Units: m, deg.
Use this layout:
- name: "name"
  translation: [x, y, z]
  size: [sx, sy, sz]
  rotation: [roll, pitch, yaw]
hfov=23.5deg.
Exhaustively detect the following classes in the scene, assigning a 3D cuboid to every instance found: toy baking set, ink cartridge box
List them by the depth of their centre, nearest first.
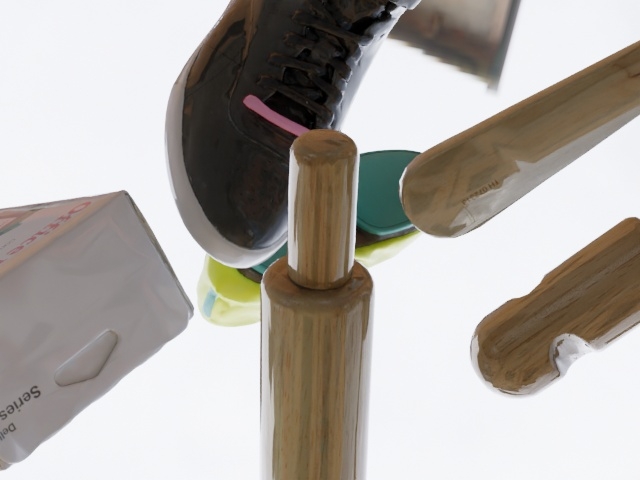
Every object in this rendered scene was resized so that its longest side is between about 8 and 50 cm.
- name: "toy baking set"
  translation: [0.078, 0.024, 0.411]
  size: [0.197, 0.256, 0.030]
  rotation: [-7, -150, -6]
- name: "ink cartridge box"
  translation: [-0.206, 0.052, 0.910]
  size: [0.160, 0.219, 0.092]
  rotation: [-40, -68, -37]

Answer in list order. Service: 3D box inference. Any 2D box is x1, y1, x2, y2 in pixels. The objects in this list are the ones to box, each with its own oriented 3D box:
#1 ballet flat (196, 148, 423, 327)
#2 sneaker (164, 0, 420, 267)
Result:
- name: "ballet flat"
  translation: [0.000, 0.000, 1.018]
  size: [0.077, 0.077, 0.231]
  rotation: [44, -141, 17]
- name: "sneaker"
  translation: [0.001, -0.127, 0.912]
  size: [0.105, 0.147, 0.295]
  rotation: [31, -126, -18]
